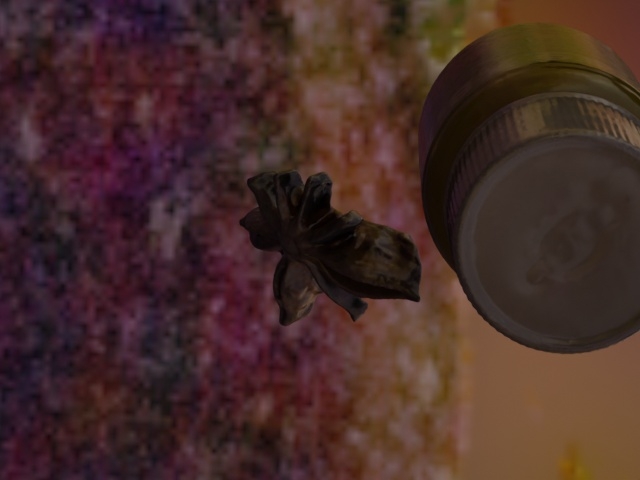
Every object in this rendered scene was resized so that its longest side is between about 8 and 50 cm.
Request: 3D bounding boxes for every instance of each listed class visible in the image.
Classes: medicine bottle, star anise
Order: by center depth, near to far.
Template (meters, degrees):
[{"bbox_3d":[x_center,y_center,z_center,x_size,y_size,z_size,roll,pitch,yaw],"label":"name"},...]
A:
[{"bbox_3d":[0.199,-0.052,1.654,0.384,0.224,0.224,-86,175,-73],"label":"medicine bottle"},{"bbox_3d":[-0.003,0.000,2.151,0.110,0.257,0.198,-33,98,-31],"label":"star anise"}]
